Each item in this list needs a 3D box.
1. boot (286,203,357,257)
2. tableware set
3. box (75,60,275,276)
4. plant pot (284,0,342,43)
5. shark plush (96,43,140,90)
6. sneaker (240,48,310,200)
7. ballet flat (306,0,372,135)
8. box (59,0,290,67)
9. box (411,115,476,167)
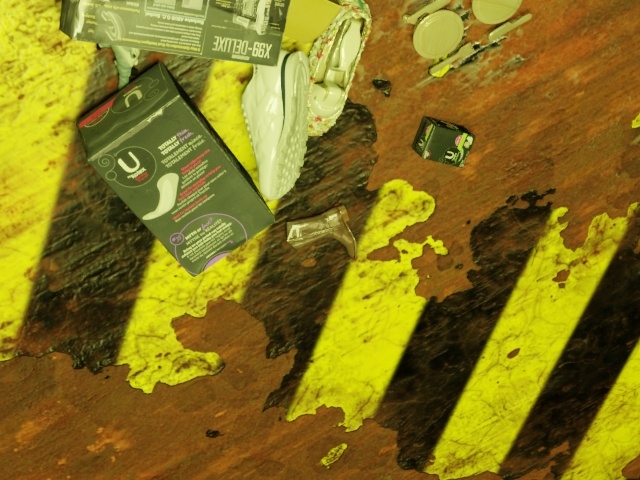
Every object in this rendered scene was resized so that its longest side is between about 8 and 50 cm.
[{"bbox_3d":[0.000,0.000,1.632,0.114,0.037,0.106,-21,109,-10],"label":"boot"},{"bbox_3d":[0.231,-0.364,1.506,0.194,0.039,0.128,-29,135,6],"label":"tableware set"},{"bbox_3d":[-0.217,-0.105,1.430,0.165,0.143,0.270,-35,128,2],"label":"box"},{"bbox_3d":[-0.027,-0.345,1.409,0.081,0.081,0.083,17,122,-26],"label":"plant pot"},{"bbox_3d":[-0.298,-0.293,1.382,0.067,0.073,0.161,1,141,3],"label":"shark plush"},{"bbox_3d":[-0.076,-0.180,1.460,0.095,0.090,0.235,10,101,19],"label":"sneaker"},{"bbox_3d":[0.018,-0.265,1.468,0.091,0.077,0.240,6,117,-22],"label":"ballet flat"},{"bbox_3d":[-0.181,-0.377,1.280,0.308,0.076,0.242,1,112,-31],"label":"box"},{"bbox_3d":[0.208,-0.167,1.599,0.083,0.052,0.062,12,112,-23],"label":"box"}]
